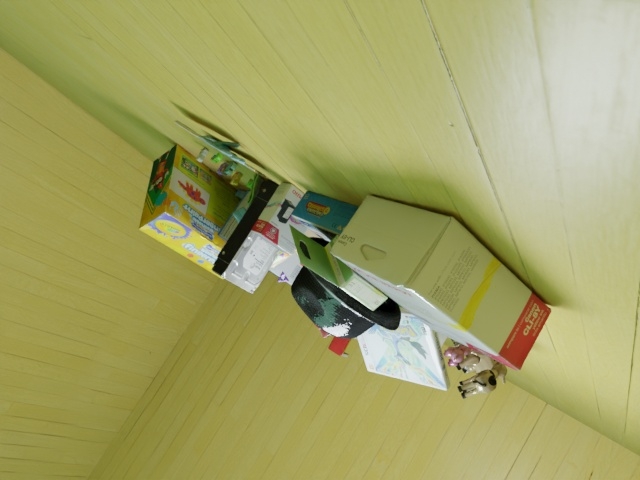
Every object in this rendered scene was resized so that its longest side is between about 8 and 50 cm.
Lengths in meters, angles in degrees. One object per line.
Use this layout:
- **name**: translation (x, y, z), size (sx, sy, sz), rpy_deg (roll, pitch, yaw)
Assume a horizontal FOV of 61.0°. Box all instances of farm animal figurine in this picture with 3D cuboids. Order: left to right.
- **farm animal figurine**: translation (0.521, 0.376, 1.780), size (0.327, 0.172, 0.330), rpy_deg (49, -158, -45)

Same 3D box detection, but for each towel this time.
- **towel**: translation (-0.192, -0.140, 1.778), size (0.023, 0.113, 0.152), rpy_deg (6, 162, 17)

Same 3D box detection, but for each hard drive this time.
- **hard drive**: translation (-0.198, -0.004, 1.780), size (0.064, 0.339, 0.237), rpy_deg (29, 171, 25)

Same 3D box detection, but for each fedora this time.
- **fedora**: translation (0.044, 0.146, 1.406), size (0.334, 0.152, 0.334), rpy_deg (35, -162, -13)

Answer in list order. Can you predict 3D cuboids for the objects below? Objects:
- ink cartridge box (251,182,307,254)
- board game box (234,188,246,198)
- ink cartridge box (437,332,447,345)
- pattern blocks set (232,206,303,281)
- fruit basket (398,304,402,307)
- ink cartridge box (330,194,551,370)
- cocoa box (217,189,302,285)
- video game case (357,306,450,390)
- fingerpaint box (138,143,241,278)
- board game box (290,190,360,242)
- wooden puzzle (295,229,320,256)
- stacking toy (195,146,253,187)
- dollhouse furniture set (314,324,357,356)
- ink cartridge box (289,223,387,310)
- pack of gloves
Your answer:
- **ink cartridge box**: translation (-0.100, -0.066, 1.600), size (0.127, 0.175, 0.072), rpy_deg (36, 170, -30)
- **board game box**: translation (-0.249, -0.136, 2.329), size (0.160, 0.039, 0.211), rpy_deg (25, 171, 44)
- **ink cartridge box**: translation (0.361, 0.329, 2.145), size (0.121, 0.211, 0.289), rpy_deg (38, 172, -33)
- **pattern blocks set**: translation (-0.162, -0.002, 1.954), size (0.026, 0.285, 0.324), rpy_deg (-112, 2, -74)
- **fruit basket**: translation (0.235, 0.227, 1.958), size (0.353, 0.165, 0.327), rpy_deg (36, 139, 39)
- **ink cartridge box**: translation (0.252, 0.085, 1.144), size (0.385, 0.160, 0.279), rpy_deg (36, 173, -32)
- **cocoa box**: translation (-0.185, -0.002, 2.169), size (0.228, 0.231, 0.347), rpy_deg (26, 171, 47)
- **video game case**: translation (0.260, 0.351, 1.843), size (0.329, 0.036, 0.300), rpy_deg (3, 120, 41)
- **fingerpaint box**: translation (-0.494, -0.109, 2.233), size (0.163, 0.371, 0.445), rpy_deg (-27, 137, 27)
- **board game box**: translation (0.118, 0.004, 1.481), size (0.302, 0.086, 0.308), rpy_deg (37, 171, -38)
- **wooden puzzle**: translation (0.000, 0.000, 1.735), size (0.239, 0.044, 0.221), rpy_deg (3, 133, 39)
- **stacking toy**: translation (-0.311, -0.245, 1.826), size (0.167, 0.052, 0.221), rpy_deg (34, 171, -29)
- **dollhouse furniture set**: translation (0.093, 0.261, 2.214), size (0.201, 0.374, 0.152), rpy_deg (27, 176, 27)
- **ink cartridge box**: translation (0.040, 0.048, 1.269), size (0.235, 0.056, 0.171), rpy_deg (37, -163, -30)
- **pack of gloves**: translation (-0.272, -0.273, 1.549), size (0.232, 0.046, 0.195), rpy_deg (33, -175, 19)
